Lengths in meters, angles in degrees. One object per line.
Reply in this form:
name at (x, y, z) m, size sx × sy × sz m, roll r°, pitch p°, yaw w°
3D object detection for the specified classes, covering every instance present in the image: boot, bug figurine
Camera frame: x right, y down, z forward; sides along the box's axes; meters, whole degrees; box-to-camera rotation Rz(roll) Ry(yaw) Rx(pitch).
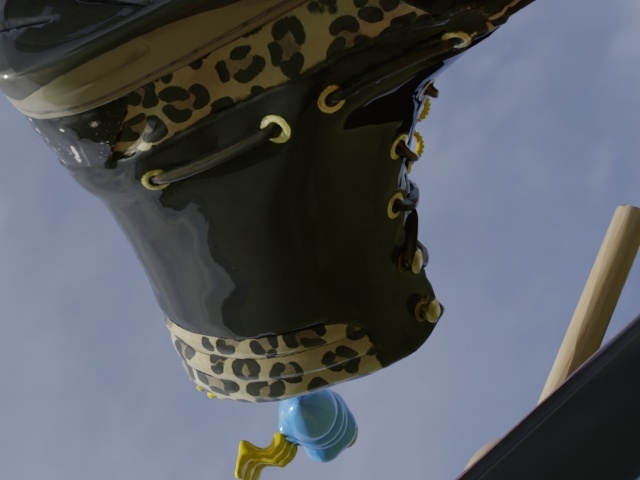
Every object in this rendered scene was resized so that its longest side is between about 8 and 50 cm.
boot at (0.025, -0.048, 0.592) m, size 0.236 × 0.085 × 0.179 m, roll -20°, pitch -48°, yaw 2°
bug figurine at (0.000, 0.000, 0.976) m, size 0.216 × 0.072 × 0.279 m, roll 43°, pitch -126°, yaw -72°

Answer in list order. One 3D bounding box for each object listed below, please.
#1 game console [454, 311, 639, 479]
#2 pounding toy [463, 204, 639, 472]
game console at (0.208, 0.116, 0.374) m, size 0.386 × 0.342 × 0.060 m, roll -41°, pitch -29°, yaw -7°
pounding toy at (0.194, 0.121, 0.794) m, size 0.237 × 0.110 × 0.183 m, roll 40°, pitch -103°, yaw -29°
